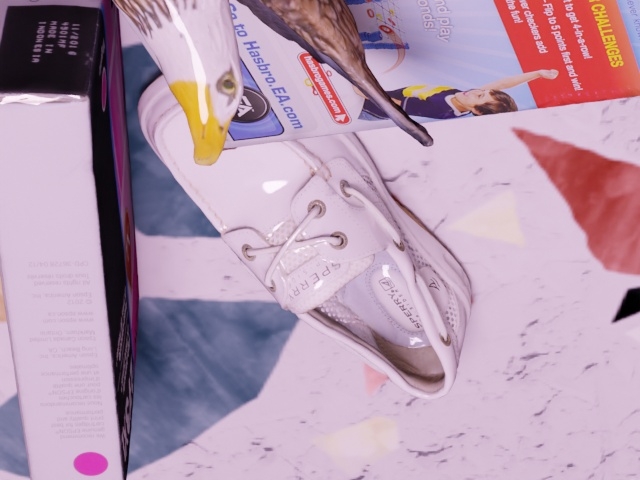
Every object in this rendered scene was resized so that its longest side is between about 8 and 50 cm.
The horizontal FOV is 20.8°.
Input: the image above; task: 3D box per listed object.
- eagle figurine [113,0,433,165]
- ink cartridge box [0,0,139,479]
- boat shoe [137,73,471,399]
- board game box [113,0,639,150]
[{"bbox_3d":[-0.038,-0.138,0.701,0.298,0.226,0.225,-7,115,-37],"label":"eagle figurine"},{"bbox_3d":[-0.145,0.016,1.020,0.069,0.176,0.371,1,130,-3],"label":"ink cartridge box"},{"bbox_3d":[0.000,0.000,1.063,0.098,0.096,0.277,-35,122,26],"label":"boat shoe"},{"bbox_3d":[0.032,-0.179,0.835,0.302,0.086,0.308,-6,146,20],"label":"board game box"}]
